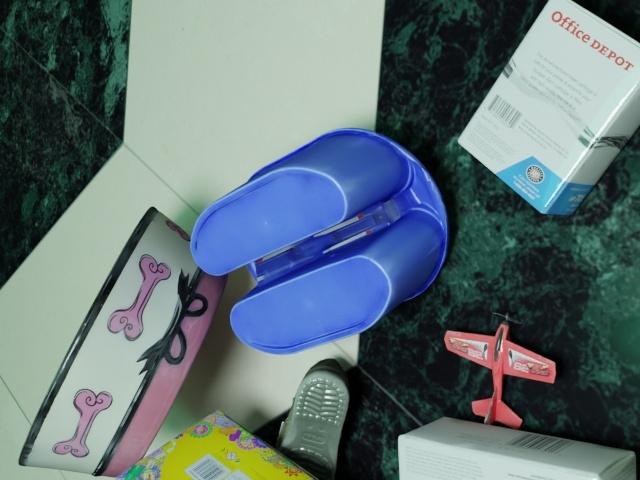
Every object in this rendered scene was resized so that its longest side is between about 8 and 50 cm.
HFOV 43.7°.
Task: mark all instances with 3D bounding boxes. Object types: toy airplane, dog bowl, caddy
[{"bbox_3d":[0.211,0.158,0.936,0.151,0.028,0.151,-1,89,44],"label":"toy airplane"},{"bbox_3d":[-0.274,0.162,1.168,0.407,0.150,0.408,-61,10,18],"label":"dog bowl"},{"bbox_3d":[0.000,0.000,1.034,0.341,0.179,0.241,-23,97,39],"label":"caddy"}]

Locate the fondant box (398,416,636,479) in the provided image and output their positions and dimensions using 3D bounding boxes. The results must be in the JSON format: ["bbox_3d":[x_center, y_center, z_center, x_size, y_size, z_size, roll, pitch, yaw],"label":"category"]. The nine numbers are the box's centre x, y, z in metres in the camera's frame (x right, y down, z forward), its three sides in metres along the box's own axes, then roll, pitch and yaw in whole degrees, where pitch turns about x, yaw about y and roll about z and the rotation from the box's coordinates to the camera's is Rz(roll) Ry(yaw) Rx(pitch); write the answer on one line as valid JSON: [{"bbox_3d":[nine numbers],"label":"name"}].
[{"bbox_3d":[0.213,0.379,0.869,0.238,0.096,0.330,1,95,42],"label":"fondant box"}]

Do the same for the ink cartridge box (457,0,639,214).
[{"bbox_3d":[0.261,-0.142,0.857,0.139,0.082,0.190,48,118,31],"label":"ink cartridge box"}]

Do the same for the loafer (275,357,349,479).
[{"bbox_3d":[-0.009,0.268,1.108,0.094,0.087,0.251,21,118,2],"label":"loafer"}]

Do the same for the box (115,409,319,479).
[{"bbox_3d":[-0.094,0.433,1.047,0.290,0.177,0.279,24,130,39],"label":"box"}]
